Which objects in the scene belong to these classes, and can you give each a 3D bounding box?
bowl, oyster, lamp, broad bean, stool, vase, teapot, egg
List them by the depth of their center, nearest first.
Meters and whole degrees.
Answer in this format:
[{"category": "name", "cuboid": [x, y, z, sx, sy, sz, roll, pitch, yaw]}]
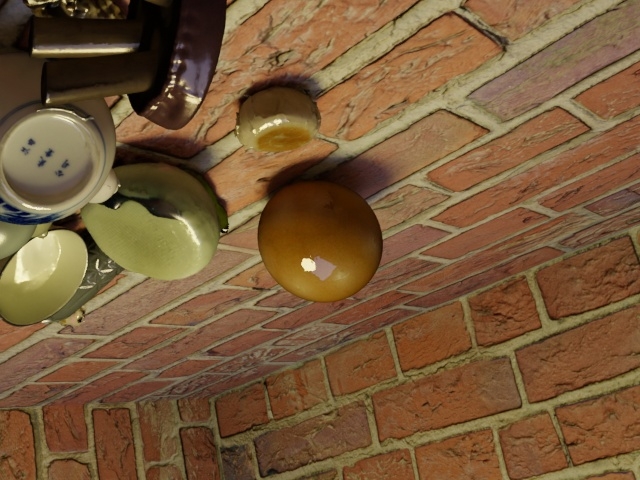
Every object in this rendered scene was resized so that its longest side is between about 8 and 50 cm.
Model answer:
[{"category": "stool", "cuboid": [-0.232, -0.272, 0.884, 0.178, 0.272, 0.272, 2, 156, -29]}, {"category": "oyster", "cuboid": [-0.336, -0.296, 1.057, 0.128, 0.078, 0.345, -8, 164, 9]}, {"category": "teapot", "cuboid": [-0.450, -0.161, 1.132, 0.424, 0.280, 0.252, 37, 88, -43]}, {"category": "lamp", "cuboid": [-0.602, -0.054, 1.403, 0.197, 0.198, 0.244, -19, -178, 16]}, {"category": "bowl", "cuboid": [-0.633, 0.055, 1.628, 0.238, 0.126, 0.238, -42, 149, -33]}, {"category": "broad bean", "cuboid": [-0.265, -0.078, 1.704, 0.077, 0.061, 0.339, -19, 161, 1]}, {"category": "egg", "cuboid": [0.000, 0.000, 1.767, 0.282, 0.282, 0.351, -19, 150, 16]}, {"category": "vase", "cuboid": [-0.560, 0.064, 1.810, 0.301, 0.156, 0.251, -30, -177, 26]}, {"category": "oyster", "cuboid": [-0.717, 0.180, 2.130, 0.133, 0.072, 0.209, -11, 142, 11]}]

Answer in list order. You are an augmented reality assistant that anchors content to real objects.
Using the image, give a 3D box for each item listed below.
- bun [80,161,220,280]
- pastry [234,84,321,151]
[{"category": "bun", "cuboid": [-0.329, -0.059, 1.539, 0.283, 0.179, 0.283, 9, 135, 9]}, {"category": "pastry", "cuboid": [-0.082, -0.220, 1.397, 0.166, 0.088, 0.166, -10, 161, -4]}]
